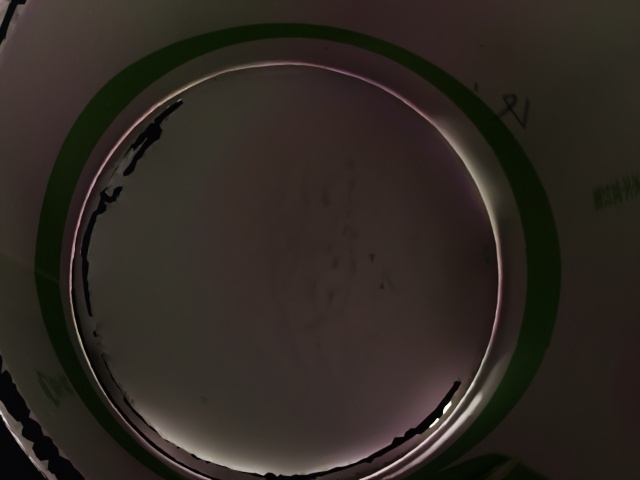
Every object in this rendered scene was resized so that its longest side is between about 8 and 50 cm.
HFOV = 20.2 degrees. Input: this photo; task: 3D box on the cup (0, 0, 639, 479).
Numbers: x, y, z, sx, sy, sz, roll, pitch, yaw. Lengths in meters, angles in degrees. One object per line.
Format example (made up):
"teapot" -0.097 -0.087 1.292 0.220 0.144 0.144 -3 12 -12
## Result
"cup" 0.000 0.000 0.646 0.253 0.253 0.274 14 -7 -7
